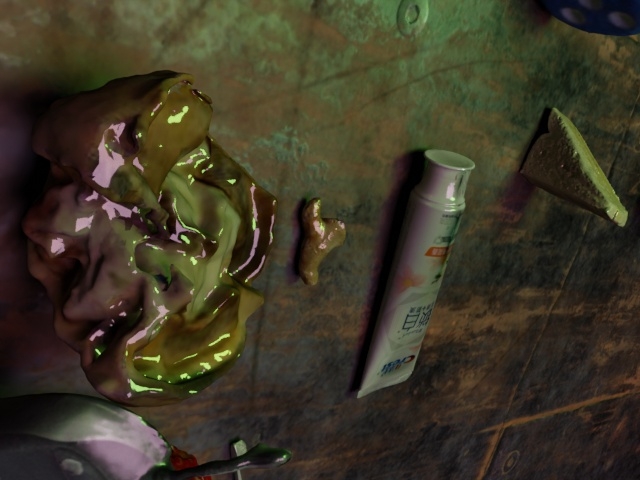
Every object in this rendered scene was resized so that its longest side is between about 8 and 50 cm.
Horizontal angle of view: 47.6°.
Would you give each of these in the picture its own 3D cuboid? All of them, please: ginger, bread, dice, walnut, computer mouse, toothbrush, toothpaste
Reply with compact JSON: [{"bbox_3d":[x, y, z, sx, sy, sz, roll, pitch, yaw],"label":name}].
[{"bbox_3d":[0.001,-0.001,0.759,0.048,0.030,0.097,-2,113,-14],"label":"ginger"},{"bbox_3d":[0.356,-0.099,0.968,0.077,0.152,0.105,16,104,-49],"label":"bread"},{"bbox_3d":[0.336,-0.330,0.825,0.143,0.146,0.147,33,83,-46],"label":"dice"},{"bbox_3d":[-0.129,-0.007,0.546,0.204,0.141,0.238,-31,125,-60],"label":"walnut"},{"bbox_3d":[-0.203,0.179,0.515,0.379,0.090,0.167,-13,116,5],"label":"computer mouse"},{"bbox_3d":[-0.090,0.306,0.849,0.017,0.014,0.195,-24,127,-35],"label":"toothbrush"},{"bbox_3d":[0.112,0.051,0.878,0.100,0.066,0.323,-12,125,-40],"label":"toothpaste"}]

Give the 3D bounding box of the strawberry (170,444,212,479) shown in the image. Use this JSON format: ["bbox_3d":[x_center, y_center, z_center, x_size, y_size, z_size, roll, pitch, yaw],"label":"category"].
[{"bbox_3d":[-0.201,0.235,0.648,0.228,0.098,0.174,37,100,-27],"label":"strawberry"}]
